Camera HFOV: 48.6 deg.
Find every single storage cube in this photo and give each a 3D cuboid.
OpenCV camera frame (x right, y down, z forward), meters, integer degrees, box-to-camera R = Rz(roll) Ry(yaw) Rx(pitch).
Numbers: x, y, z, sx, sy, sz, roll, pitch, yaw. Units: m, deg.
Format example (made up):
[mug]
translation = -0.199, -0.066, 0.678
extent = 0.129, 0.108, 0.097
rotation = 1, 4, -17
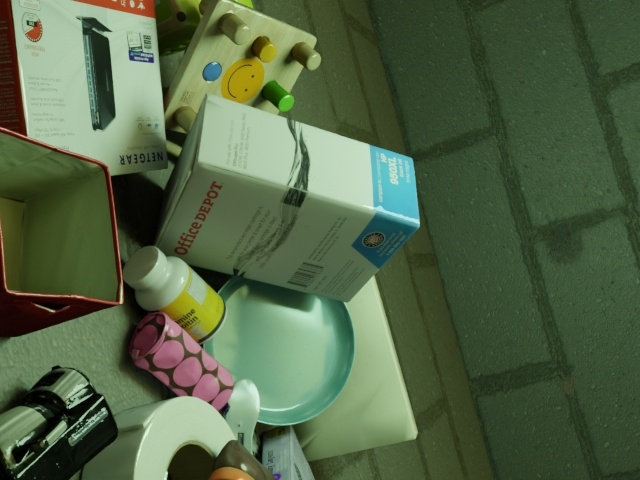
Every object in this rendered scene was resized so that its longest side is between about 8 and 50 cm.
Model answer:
[storage cube]
translation = -0.377, 0.001, 0.848
extent = 0.183, 0.193, 0.215
rotation = 18, 57, -63

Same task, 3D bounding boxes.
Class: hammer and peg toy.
[hammer and peg toy]
translation = -0.179, -0.254, 1.318
extent = 0.266, 0.361, 0.127
rotation = 6, 33, -50

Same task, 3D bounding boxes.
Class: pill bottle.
[pill bottle]
translation = -0.247, 0.092, 1.199
extent = 0.184, 0.103, 0.103
rotation = 51, 31, -41

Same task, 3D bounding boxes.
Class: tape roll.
[tape roll]
translation = -0.223, 0.380, 1.057
extent = 0.286, 0.100, 0.286
rotation = 46, 35, -47

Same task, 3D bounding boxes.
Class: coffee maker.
[coffee maker]
translation = -0.345, 0.267, 0.868
extent = 0.178, 0.120, 0.171
rotation = -41, 135, -64

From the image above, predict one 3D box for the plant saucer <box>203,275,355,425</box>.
[plant saucer]
translation = -0.080, 0.197, 1.388
extent = 0.317, 0.043, 0.318
rotation = 5, 77, -24

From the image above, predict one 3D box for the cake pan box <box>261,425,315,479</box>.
[cake pan box]
translation = -0.035, 0.512, 1.332
extent = 0.246, 0.070, 0.267
rotation = -100, 169, -79

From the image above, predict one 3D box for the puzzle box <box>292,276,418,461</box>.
[puzzle box]
translation = 0.022, 0.240, 1.491
extent = 0.052, 0.272, 0.409
rotation = 2, 73, -74

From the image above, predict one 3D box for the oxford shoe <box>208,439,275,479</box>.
[oxford shoe]
translation = -0.077, 0.424, 1.116
extent = 0.271, 0.097, 0.098
rotation = 61, 19, -27

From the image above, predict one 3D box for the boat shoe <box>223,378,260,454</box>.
[boat shoe]
translation = -0.153, 0.340, 1.252
extent = 0.065, 0.083, 0.183
rotation = 12, 66, -21

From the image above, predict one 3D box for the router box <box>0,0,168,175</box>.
[router box]
translation = -0.368, -0.246, 1.084
extent = 0.335, 0.082, 0.301
rotation = -26, 115, -67

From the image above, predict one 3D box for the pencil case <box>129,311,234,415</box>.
[pencil case]
translation = -0.231, 0.212, 1.179
extent = 0.098, 0.095, 0.209
rotation = -51, 129, -18

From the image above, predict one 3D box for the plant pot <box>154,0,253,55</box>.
[plant pot]
translation = -0.295, -0.474, 1.344
extent = 0.227, 0.228, 0.207
rotation = 66, 29, -17

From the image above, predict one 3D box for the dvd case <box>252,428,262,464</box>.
[dvd case]
translation = -0.139, 0.419, 1.334
extent = 0.119, 0.013, 0.087
rotation = -23, 96, -68

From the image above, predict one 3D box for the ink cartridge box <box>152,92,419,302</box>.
[ink cartridge box]
translation = -0.067, -0.060, 1.263
extent = 0.394, 0.285, 0.166
rotation = 15, 52, -20
